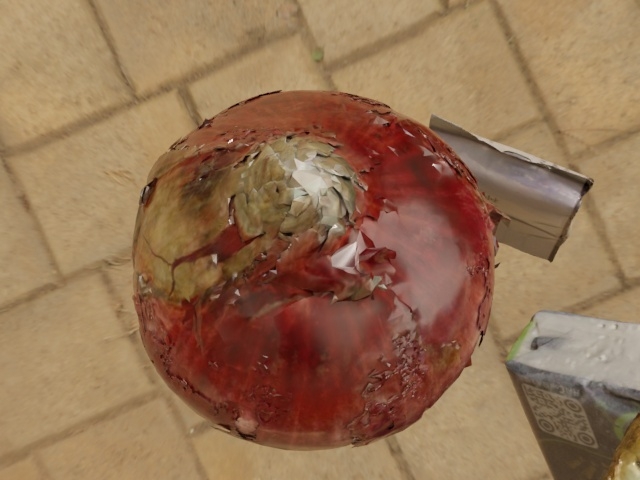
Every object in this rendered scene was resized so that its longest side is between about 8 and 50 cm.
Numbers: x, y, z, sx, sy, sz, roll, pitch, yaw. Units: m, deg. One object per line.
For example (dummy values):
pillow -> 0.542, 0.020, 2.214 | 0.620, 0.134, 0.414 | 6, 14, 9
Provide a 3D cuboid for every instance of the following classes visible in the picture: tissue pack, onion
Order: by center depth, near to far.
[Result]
onion -> 0.000, 0.000, 0.458 | 0.184, 0.147, 0.183 | 2, 64, -4
tissue pack -> 0.414, 0.275, 1.223 | 0.124, 0.288, 0.394 | -48, 125, -31

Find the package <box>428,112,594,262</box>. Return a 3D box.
package -> 0.221, -0.063, 1.244 | 0.204, 0.251, 0.062 | 23, 69, 10

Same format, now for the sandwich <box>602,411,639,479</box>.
sandwich -> 0.311, 0.351, 0.869 | 0.262, 0.131, 0.325 | 32, 96, 23
